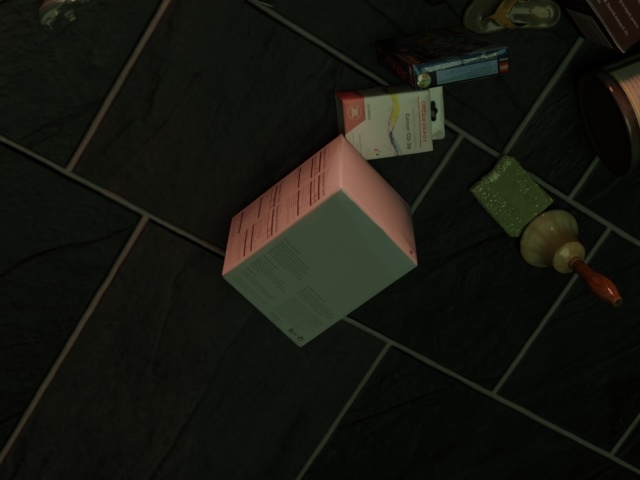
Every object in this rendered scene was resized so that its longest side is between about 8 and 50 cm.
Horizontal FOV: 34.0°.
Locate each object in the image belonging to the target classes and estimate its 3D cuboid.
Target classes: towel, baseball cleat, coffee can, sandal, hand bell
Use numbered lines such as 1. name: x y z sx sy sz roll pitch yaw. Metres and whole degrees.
1. towel: 0.359 -0.083 1.974 0.110 0.027 0.148 -45 114 7
2. baseball cleat: -0.389 -0.437 1.664 0.206 0.072 0.109 -40 90 8
3. coffee can: 0.630 -0.256 1.874 0.275 0.201 0.202 -21 113 -4
4. sandal: 0.340 -0.398 1.838 0.180 0.049 0.072 -1 110 -5
5. hand bell: 0.481 0.052 1.922 0.126 0.242 0.126 -10 122 -17

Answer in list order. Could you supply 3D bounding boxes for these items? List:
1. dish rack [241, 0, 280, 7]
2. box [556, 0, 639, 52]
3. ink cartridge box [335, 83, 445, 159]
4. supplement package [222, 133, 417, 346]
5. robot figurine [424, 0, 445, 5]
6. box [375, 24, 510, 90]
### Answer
1. dish rack: -0.144 -0.474 1.654 0.271 0.074 0.208 16 132 -18
2. box: 0.517 -0.458 1.793 0.203 0.168 0.167 -41 112 4
3. ink cartridge box: 0.132 -0.213 1.853 0.198 0.067 0.115 -9 112 -9
4. supplement package: 0.000 0.000 1.797 0.262 0.198 0.199 -36 115 21
5. robot figurine: 0.171 -0.516 1.697 0.278 0.209 0.173 -31 152 -1
6. box: 0.198 -0.307 1.742 0.159 0.233 0.044 -13 112 -8
